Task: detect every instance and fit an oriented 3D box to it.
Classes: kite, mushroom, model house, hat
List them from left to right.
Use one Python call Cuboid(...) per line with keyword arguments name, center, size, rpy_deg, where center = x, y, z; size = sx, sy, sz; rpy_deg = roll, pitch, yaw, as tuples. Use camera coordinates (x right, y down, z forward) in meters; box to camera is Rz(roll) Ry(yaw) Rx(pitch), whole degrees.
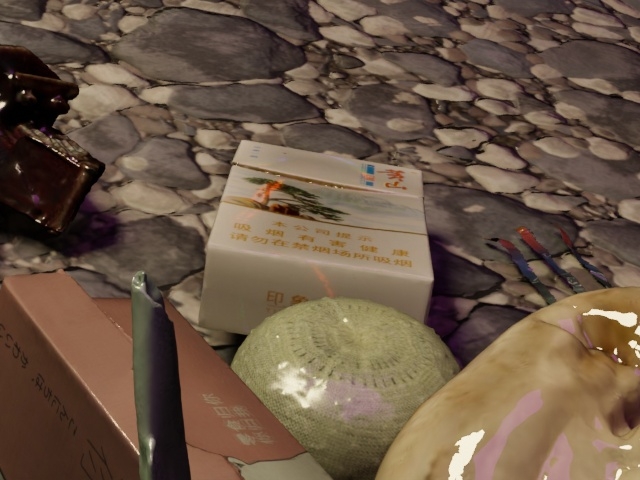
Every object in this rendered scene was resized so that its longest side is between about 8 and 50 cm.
Cuboid(name="model house", center=(-0.255, -0.072, 0.957), size=(0.203, 0.141, 0.164), rpy_deg=(-4, 23, -28))
Cuboid(name="hat", center=(0.014, 0.106, 0.749), size=(0.257, 0.130, 0.257), rpy_deg=(7, 30, -4))
Cuboid(name="kite", center=(0.216, 0.055, 1.006), size=(0.141, 0.015, 0.245), rpy_deg=(-6, 35, -29))
Cuboid(name="mushroom", center=(0.175, 0.133, 0.576), size=(0.292, 0.290, 0.292), rpy_deg=(9, 58, -15))

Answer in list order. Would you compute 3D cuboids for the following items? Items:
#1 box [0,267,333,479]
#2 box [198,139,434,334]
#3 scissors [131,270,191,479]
Cuboid(name="box", center=(-0.081, 0.154, 0.555), size=(0.086, 0.215, 0.215), rpy_deg=(2, 27, -42))
Cuboid(name="box", center=(0.000, 0.000, 0.951), size=(0.149, 0.067, 0.233), rpy_deg=(11, 21, -2))
Cuboid(name="scissors", center=(-0.028, 0.192, 0.365), size=(0.029, 0.383, 0.256), rpy_deg=(0, 30, 17))
